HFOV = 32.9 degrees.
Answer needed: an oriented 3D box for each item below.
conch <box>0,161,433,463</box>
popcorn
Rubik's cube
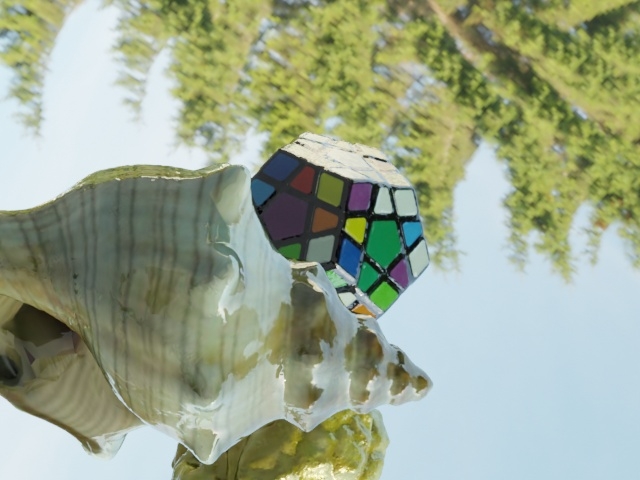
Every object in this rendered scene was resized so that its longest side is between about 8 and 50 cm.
[{"bbox_3d":[-0.071,0.026,0.438,0.233,0.137,0.114,10,-142,22],"label":"conch"},{"bbox_3d":[-0.049,0.242,1.137,0.242,0.234,0.250,45,-50,35],"label":"popcorn"},{"bbox_3d":[0.000,0.000,0.653,0.133,0.133,0.112,-28,-140,34],"label":"Rubik's cube"}]
